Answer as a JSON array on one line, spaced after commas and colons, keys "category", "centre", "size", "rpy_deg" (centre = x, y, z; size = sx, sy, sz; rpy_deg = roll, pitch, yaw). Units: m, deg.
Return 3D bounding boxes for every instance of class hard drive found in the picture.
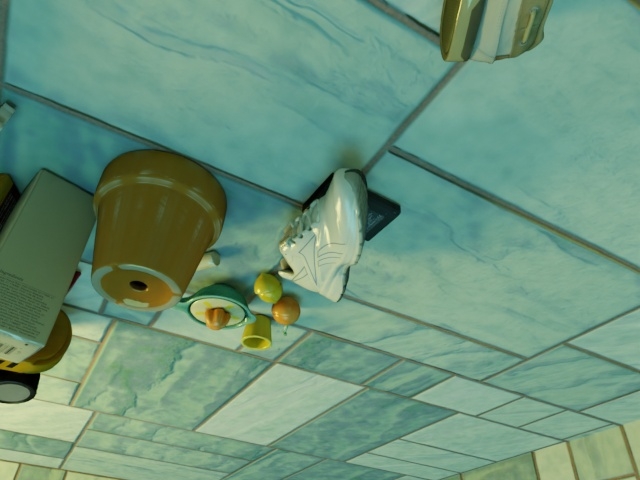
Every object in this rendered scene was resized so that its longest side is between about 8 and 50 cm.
[{"category": "hard drive", "centre": [0.050, -0.052, 0.837], "size": [0.135, 0.022, 0.094], "rpy_deg": [23, 138, -24]}]

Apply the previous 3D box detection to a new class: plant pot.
[{"category": "plant pot", "centre": [-0.262, -0.002, 0.786], "size": [0.205, 0.187, 0.205], "rpy_deg": [2, 141, 2]}]

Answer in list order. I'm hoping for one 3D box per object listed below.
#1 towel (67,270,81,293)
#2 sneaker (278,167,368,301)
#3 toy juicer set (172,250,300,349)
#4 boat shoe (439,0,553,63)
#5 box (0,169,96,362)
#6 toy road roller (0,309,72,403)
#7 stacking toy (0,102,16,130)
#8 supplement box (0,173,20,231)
[{"category": "towel", "centre": [-0.622, 0.101, 0.940], "size": [0.275, 0.198, 0.031], "rpy_deg": [3, 121, -1]}, {"category": "sneaker", "centre": [0.000, 0.000, 0.806], "size": [0.130, 0.110, 0.297], "rpy_deg": [13, 140, -3]}, {"category": "toy juicer set", "centre": [-0.184, 0.125, 1.020], "size": [0.329, 0.089, 0.209], "rpy_deg": [33, 132, -32]}, {"category": "boat shoe", "centre": [0.191, -0.299, 0.461], "size": [0.104, 0.113, 0.302], "rpy_deg": [1, 152, 0]}, {"category": "box", "centre": [-0.440, 0.033, 0.771], "size": [0.094, 0.274, 0.113], "rpy_deg": [-30, 130, 34]}, {"category": "toy road roller", "centre": [-0.683, 0.170, 1.029], "size": [0.330, 0.202, 0.240], "rpy_deg": [23, 125, -30]}, {"category": "stacking toy", "centre": [-0.556, -0.183, 0.694], "size": [0.221, 0.052, 0.167], "rpy_deg": [-20, 134, 29]}, {"category": "supplement box", "centre": [-0.575, 0.021, 0.831], "size": [0.129, 0.191, 0.194], "rpy_deg": [4, 142, -1]}]
